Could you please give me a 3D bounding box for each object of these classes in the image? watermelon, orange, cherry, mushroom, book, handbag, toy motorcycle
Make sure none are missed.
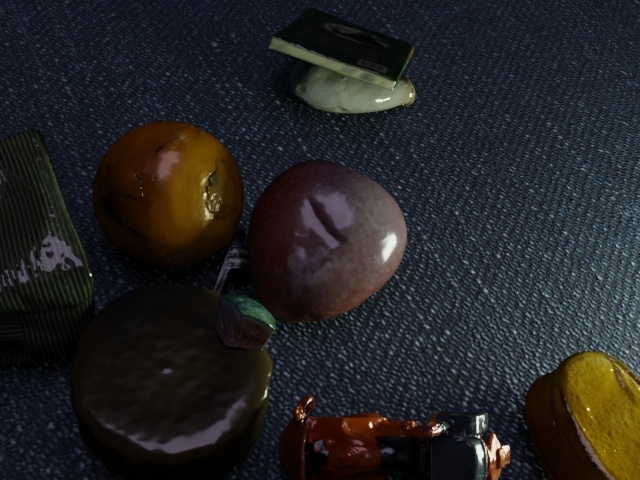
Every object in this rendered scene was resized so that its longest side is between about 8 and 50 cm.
[{"bbox_3d":[-0.103,0.114,1.152,0.084,0.092,0.072,11,83,4],"label":"watermelon"},{"bbox_3d":[-0.247,-0.073,1.373,0.246,0.246,0.246,6,50,-7],"label":"orange"},{"bbox_3d":[0.000,0.000,1.388,0.261,0.221,0.307,30,70,17],"label":"cherry"},{"bbox_3d":[0.073,-0.311,1.737,0.270,0.103,0.118,10,39,-12],"label":"mushroom"},{"bbox_3d":[0.055,-0.402,1.745,0.260,0.043,0.371,21,25,4],"label":"book"},{"bbox_3d":[-0.486,0.022,1.245,0.240,0.247,0.341,-18,62,-22],"label":"handbag"},{"bbox_3d":[0.077,0.283,1.120,0.325,0.221,0.148,-3,85,25],"label":"toy motorcycle"}]

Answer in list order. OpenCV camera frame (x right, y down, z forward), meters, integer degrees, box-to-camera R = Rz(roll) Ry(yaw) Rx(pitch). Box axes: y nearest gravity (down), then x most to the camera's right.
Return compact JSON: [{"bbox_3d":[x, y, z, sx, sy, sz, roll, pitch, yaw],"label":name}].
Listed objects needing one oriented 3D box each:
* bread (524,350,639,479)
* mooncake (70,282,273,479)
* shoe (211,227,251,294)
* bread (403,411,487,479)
[{"bbox_3d":[0.426,0.301,1.266,0.195,0.143,0.270,-9,55,-21],"label":"bread"},{"bbox_3d":[-0.213,0.210,1.202,0.290,0.161,0.291,5,50,-6],"label":"mooncake"},{"bbox_3d":[-0.143,0.064,1.398,0.049,0.071,0.179,17,56,2],"label":"shoe"},{"bbox_3d":[0.187,0.319,1.243,0.106,0.082,0.125,39,56,14],"label":"bread"}]
